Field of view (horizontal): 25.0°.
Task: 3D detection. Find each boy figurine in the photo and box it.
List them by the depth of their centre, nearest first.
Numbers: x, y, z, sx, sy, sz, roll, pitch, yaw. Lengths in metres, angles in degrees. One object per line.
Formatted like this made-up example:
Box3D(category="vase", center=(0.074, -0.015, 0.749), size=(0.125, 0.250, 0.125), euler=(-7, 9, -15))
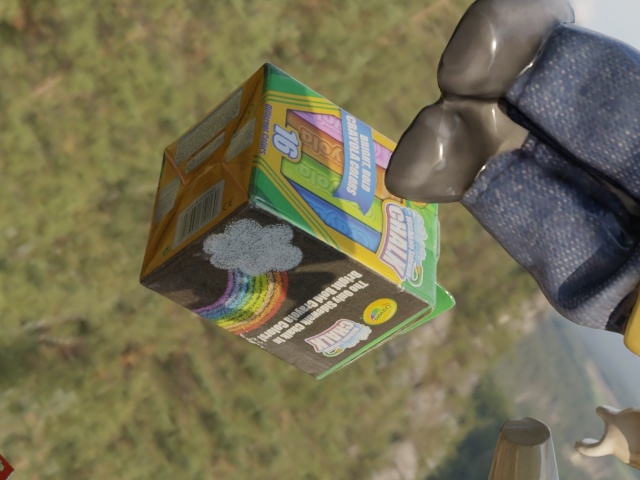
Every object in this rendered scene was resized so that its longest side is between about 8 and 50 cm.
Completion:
Box3D(category="boy figurine", center=(0.159, 0.026, 0.526), size=(0.285, 0.177, 0.092), euler=(40, 25, 23))

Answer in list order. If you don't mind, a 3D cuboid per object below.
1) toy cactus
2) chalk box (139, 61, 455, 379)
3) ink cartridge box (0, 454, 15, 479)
Box3D(category="toy cactus", center=(0.146, 0.201, 1.007), size=(0.112, 0.219, 0.181), euler=(-46, 142, -51))
Box3D(category="chalk box", center=(0.000, 0.000, 1.397), size=(0.289, 0.180, 0.179), euler=(31, 45, -29))
Box3D(category="ink cartridge box", center=(-0.388, 0.273, 1.553), size=(0.063, 0.115, 0.029), euler=(29, -15, 49))
